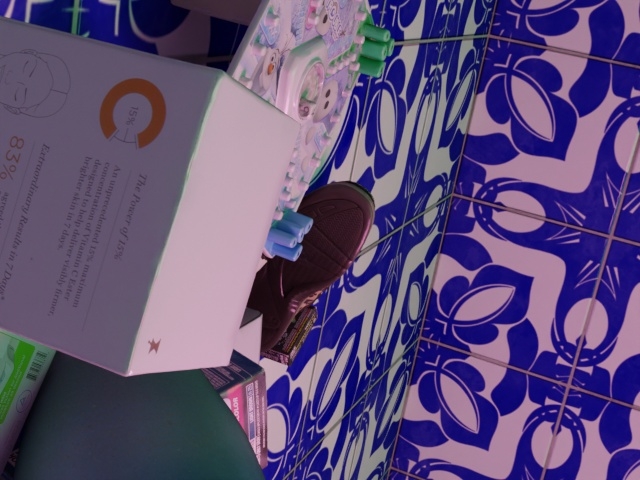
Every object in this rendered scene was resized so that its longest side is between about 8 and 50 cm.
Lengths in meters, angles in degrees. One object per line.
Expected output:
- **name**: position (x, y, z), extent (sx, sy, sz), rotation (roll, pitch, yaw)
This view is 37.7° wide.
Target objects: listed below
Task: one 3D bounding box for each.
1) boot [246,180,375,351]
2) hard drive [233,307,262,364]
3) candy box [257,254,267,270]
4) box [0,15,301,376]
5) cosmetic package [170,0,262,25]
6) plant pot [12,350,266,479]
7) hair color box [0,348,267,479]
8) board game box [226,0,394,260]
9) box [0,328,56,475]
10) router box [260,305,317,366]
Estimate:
- **boot**: position (0.000, 0.000, 1.604), extent (0.377, 0.138, 0.284), rotation (-56, 176, 34)
- **hard drive**: position (-0.165, 0.275, 1.403), extent (0.203, 0.040, 0.307), rotation (-28, 129, -53)
- **candy box**: position (-0.179, 0.028, 1.282), extent (0.159, 0.071, 0.233), rotation (-47, 156, -7)
- **box**: position (-0.224, -0.050, 0.743), extent (0.168, 0.345, 0.214), rotation (16, 91, -71)
- **cosmetic package**: position (-0.056, -0.390, 1.224), extent (0.296, 0.153, 0.129), rotation (-49, 151, -52)
- **plant pot**: position (-0.190, 0.238, 0.961), extent (0.271, 0.272, 0.255), rotation (77, -6, -55)
- **hair color box**: position (-0.228, 0.281, 1.191), extent (0.347, 0.105, 0.173), rotation (-25, 126, -38)
- **board game box**: position (-0.014, -0.196, 1.230), extent (0.389, 0.050, 0.390), rotation (-65, 163, -12)
- **box**: position (-0.383, 0.173, 0.822), extent (0.231, 0.127, 0.261), rotation (52, 57, -67)
- **router box**: position (-0.072, 0.164, 1.731), extent (0.038, 0.092, 0.122), rotation (83, 30, -49)
